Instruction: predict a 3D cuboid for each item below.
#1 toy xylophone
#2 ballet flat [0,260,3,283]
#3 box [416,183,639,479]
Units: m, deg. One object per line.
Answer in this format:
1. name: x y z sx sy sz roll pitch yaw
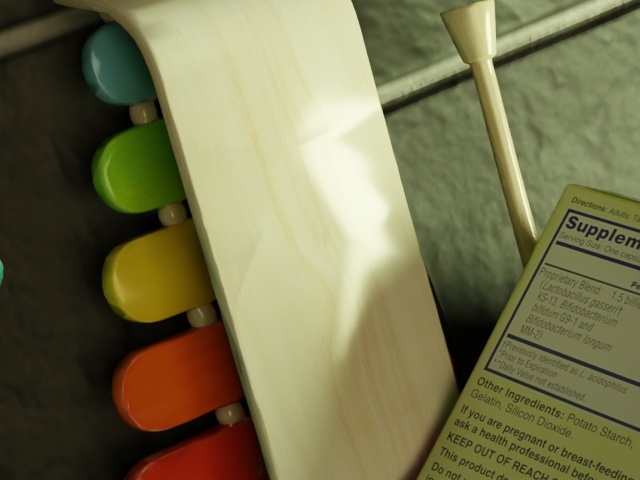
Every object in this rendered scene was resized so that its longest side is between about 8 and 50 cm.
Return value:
1. toy xylophone: 0.000 0.000 0.786 0.236 0.081 0.322 -12 95 -35
2. ballet flat: -0.306 0.164 0.641 0.182 0.164 0.482 24 76 -1
3. box: 0.161 0.133 0.804 0.213 0.117 0.243 38 77 -46
